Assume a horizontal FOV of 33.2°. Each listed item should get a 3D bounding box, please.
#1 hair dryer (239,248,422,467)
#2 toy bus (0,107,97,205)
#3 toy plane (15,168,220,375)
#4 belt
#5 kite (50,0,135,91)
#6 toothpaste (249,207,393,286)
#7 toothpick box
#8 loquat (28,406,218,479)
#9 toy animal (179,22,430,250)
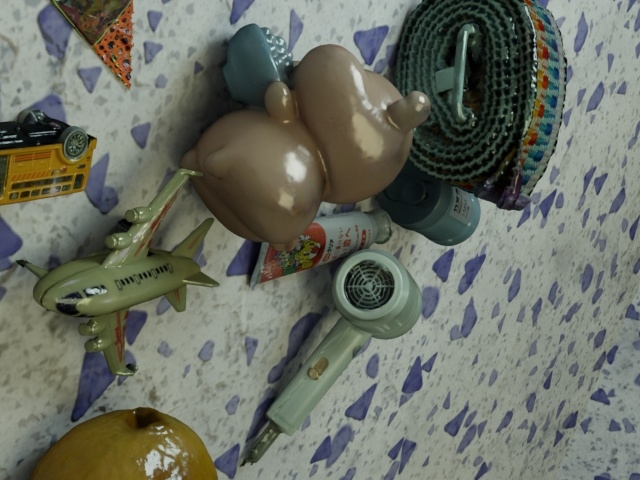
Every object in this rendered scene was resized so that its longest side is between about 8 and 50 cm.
[{"bbox_3d":[0.003,0.176,1.474,0.357,0.107,0.173,-53,162,-1],"label":"hair dryer"},{"bbox_3d":[-0.278,-0.069,0.936,0.162,0.069,0.074,-15,124,-52],"label":"toy bus"},{"bbox_3d":[-0.198,0.038,1.086,0.256,0.104,0.242,-2,118,-54],"label":"toy plane"},{"bbox_3d":[0.203,-0.194,1.412,0.160,0.206,0.295,5,94,-57],"label":"belt"},{"bbox_3d":[-0.211,-0.237,0.986,0.125,0.008,0.222,-17,123,-47],"label":"kite"},{"bbox_3d":[0.000,0.000,1.410,0.234,0.057,0.089,-13,131,-43],"label":"toothpaste"},{"bbox_3d":[0.159,-0.055,1.553,0.153,0.101,0.101,22,92,-59],"label":"toothpick box"},{"bbox_3d":[-0.212,0.298,1.155,0.238,0.193,0.238,-44,147,-40],"label":"loquat"},{"bbox_3d":[-0.021,-0.097,1.167,0.229,0.210,0.221,22,83,-24],"label":"toy animal"}]
